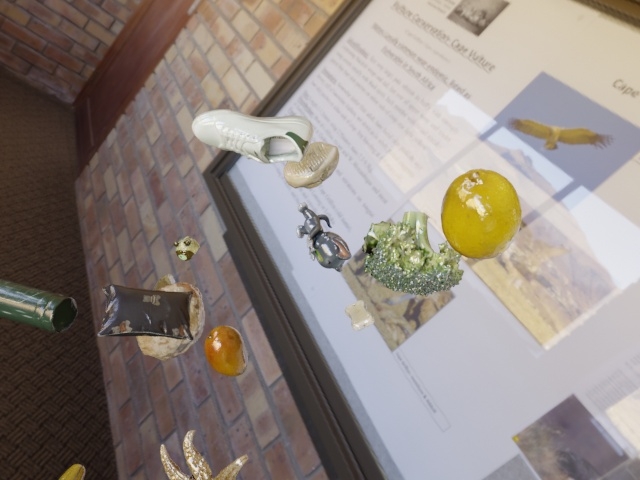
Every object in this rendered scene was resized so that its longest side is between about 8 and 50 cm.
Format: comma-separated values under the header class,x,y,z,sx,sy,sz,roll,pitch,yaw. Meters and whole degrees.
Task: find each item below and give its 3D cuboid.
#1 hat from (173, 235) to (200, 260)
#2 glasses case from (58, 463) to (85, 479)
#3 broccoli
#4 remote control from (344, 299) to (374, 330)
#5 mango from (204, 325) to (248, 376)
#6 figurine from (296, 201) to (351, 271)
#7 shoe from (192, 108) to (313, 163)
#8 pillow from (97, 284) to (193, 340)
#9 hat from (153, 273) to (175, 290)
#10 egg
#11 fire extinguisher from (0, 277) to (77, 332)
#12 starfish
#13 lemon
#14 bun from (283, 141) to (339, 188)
class,x,y,z,sx,sy,sz,roll,pitch,yaw
hat,-0.444,0.021,1.494,0.077,0.076,0.059,14,-35,48
glasses case,-0.687,0.692,1.162,0.064,0.079,0.234,44,33,-19
broccoli,0.317,0.059,1.575,0.277,0.338,0.317,129,-60,-80
remote control,0.122,0.235,1.424,0.122,0.074,0.032,-115,180,-65
mango,-0.365,0.436,1.762,0.120,0.152,0.221,23,-51,62
figurine,0.002,-0.004,1.584,0.193,0.140,0.265,106,-31,-59
shoe,-0.205,-0.287,1.321,0.363,0.131,0.160,3,45,3
pillow,-0.286,0.119,0.757,0.150,0.048,0.090,10,70,-27
hat,-0.583,0.273,1.828,0.130,0.257,0.257,12,16,4
egg,-0.438,0.234,1.336,0.195,0.233,0.195,18,-24,8
fire extinguisher,-0.789,0.158,1.175,0.311,0.095,0.114,13,-10,8
starfish,-0.342,0.732,1.296,0.375,0.327,0.094,20,-16,23
lemon,0.469,-0.074,1.336,0.236,0.263,0.236,15,29,-8
bun,-0.031,-0.281,1.745,0.210,0.237,0.116,50,-11,49
